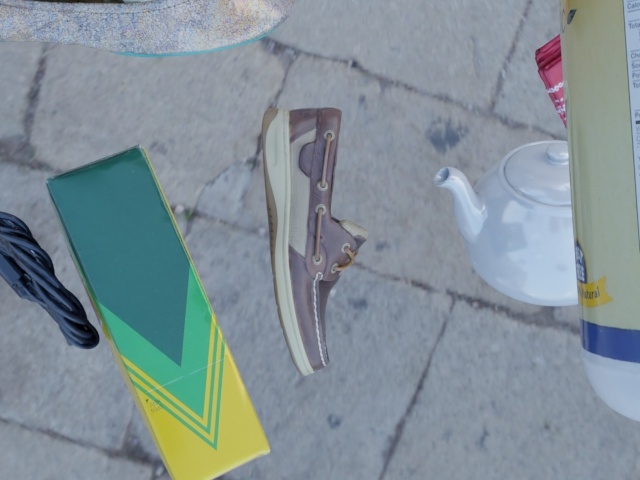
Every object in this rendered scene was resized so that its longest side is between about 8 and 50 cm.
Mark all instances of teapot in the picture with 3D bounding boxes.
[{"bbox_3d":[0.316,-0.049,1.569,0.252,0.256,0.187,25,136,27],"label":"teapot"}]

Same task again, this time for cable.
[{"bbox_3d":[-0.280,0.032,1.171,0.047,0.150,0.184,-39,81,-20],"label":"cable"}]

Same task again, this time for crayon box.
[{"bbox_3d":[-0.183,0.074,1.245,0.106,0.363,0.313,-22,94,-11],"label":"crayon box"}]

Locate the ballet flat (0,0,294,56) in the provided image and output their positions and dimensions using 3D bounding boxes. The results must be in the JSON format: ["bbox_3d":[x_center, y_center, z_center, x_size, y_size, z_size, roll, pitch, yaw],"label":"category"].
[{"bbox_3d":[-0.175,-0.195,0.855,0.316,0.108,0.106,-3,143,-4],"label":"ballet flat"}]

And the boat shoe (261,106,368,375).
[{"bbox_3d":[0.000,0.000,1.490,0.123,0.123,0.342,-5,94,2],"label":"boat shoe"}]

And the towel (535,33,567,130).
[{"bbox_3d":[0.348,-0.154,1.248,0.199,0.031,0.275,-36,132,1],"label":"towel"}]

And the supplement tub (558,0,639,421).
[{"bbox_3d":[0.233,-0.078,0.572,0.228,0.228,0.316,-4,92,5],"label":"supplement tub"}]
